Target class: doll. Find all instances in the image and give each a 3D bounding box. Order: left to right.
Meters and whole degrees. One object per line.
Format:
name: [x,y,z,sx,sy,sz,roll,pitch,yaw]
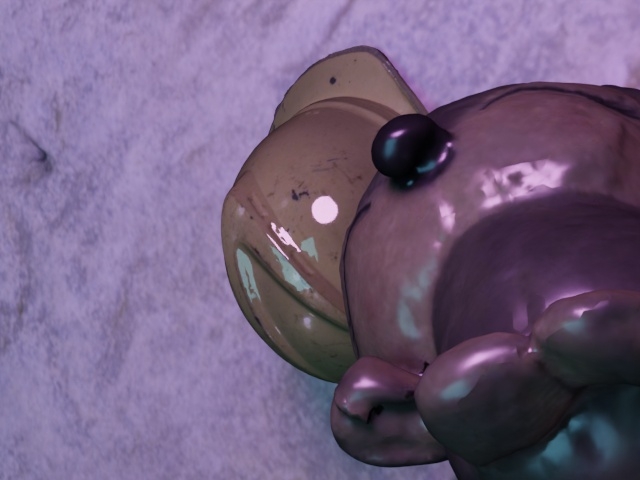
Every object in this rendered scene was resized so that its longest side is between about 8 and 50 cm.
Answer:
doll: [0.147,0.090,0.905,0.252,0.382,0.378,-21,112,6]

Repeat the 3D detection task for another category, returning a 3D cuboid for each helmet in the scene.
helmet: [-0.004,-0.003,1.158,0.204,0.137,0.257,-44,66,41]
